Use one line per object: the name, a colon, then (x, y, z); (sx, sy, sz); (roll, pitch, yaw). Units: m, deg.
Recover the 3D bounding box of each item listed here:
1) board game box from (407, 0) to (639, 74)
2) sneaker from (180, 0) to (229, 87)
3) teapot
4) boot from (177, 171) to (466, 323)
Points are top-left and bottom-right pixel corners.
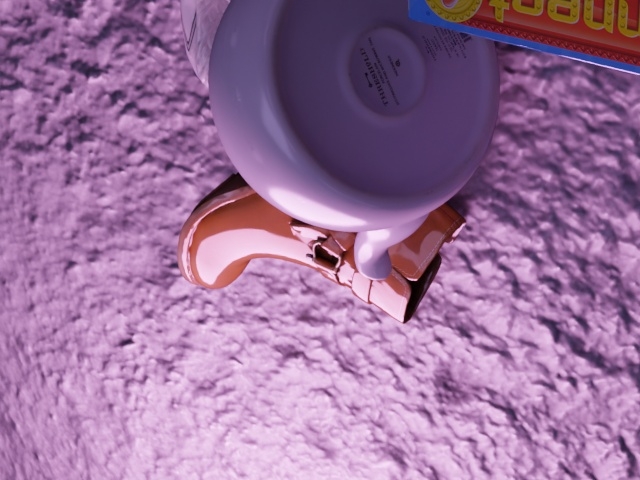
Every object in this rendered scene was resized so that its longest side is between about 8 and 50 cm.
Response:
board game box: (0.205, -0.274, 1.272); (0.308, 0.086, 0.302); (18, 120, 36)
sneaker: (-0.084, -0.240, 1.614); (0.086, 0.085, 0.237); (-123, 31, -57)
teapot: (0.005, -0.125, 1.514); (0.252, 0.256, 0.187); (18, 167, -27)
boot: (0.000, 0.000, 1.714); (0.220, 0.109, 0.283); (37, 131, 8)
